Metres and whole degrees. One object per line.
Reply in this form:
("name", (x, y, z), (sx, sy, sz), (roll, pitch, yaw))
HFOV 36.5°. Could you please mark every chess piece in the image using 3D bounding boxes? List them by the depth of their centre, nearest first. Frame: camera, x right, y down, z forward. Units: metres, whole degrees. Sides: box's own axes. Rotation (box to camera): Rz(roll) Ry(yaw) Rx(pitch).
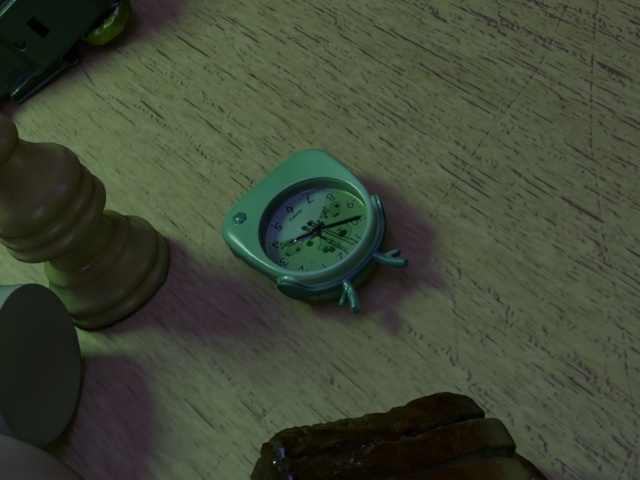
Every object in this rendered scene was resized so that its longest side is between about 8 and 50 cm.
("chess piece", (-0.286, -0.032, 1.051), (0.139, 0.307, 0.124), (-18, 54, 7))

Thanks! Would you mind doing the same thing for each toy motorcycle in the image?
("toy motorcycle", (-0.453, -0.322, 1.397), (0.326, 0.191, 0.200), (-42, 50, 6))

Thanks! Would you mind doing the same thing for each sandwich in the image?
("sandwich", (0.023, 0.253, 0.838), (0.254, 0.288, 0.099), (-4, 49, -38))

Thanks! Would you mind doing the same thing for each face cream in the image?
("face cream", (-0.367, 0.139, 1.045), (0.153, 0.177, 0.177), (-8, 55, 15))

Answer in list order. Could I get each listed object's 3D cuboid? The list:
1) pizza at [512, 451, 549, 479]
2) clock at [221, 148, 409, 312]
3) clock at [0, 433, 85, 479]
("pizza", (0.104, 0.301, 0.869), (0.262, 0.034, 0.181), (-23, 53, 4))
("clock", (0.000, 0.000, 1.087), (0.159, 0.066, 0.211), (-41, 55, -10))
("clock", (-0.341, 0.298, 0.812), (0.368, 0.377, 0.250), (-29, 49, -2))
